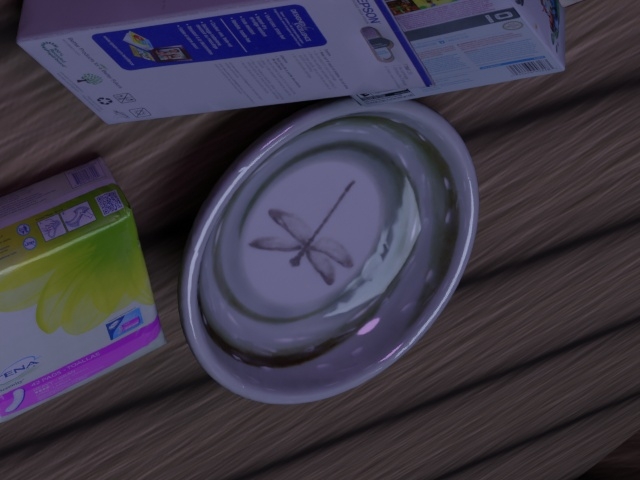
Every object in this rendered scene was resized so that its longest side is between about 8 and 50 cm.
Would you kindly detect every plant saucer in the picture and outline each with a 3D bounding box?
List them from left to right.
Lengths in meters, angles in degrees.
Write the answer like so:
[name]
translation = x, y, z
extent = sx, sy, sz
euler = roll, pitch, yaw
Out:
[plant saucer]
translation = 0.000, 0.000, 1.504
extent = 0.400, 0.100, 0.401
euler = -18, 127, -25

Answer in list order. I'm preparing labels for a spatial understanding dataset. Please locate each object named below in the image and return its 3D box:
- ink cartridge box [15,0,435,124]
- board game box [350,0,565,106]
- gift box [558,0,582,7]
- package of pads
[ink cartridge box]
translation = -0.078, -0.177, 1.113
extent = 0.332, 0.065, 0.165
euler = -3, 157, 20
[board game box]
translation = 0.060, -0.239, 1.142
extent = 0.224, 0.098, 0.303
euler = -8, 156, 30
[gift box]
translation = 0.232, -0.388, 1.065
extent = 0.255, 0.276, 0.258
euler = -24, 156, 14
[package of pads]
translation = -0.303, 0.061, 1.389
extent = 0.229, 0.101, 0.297
euler = -24, 149, -14
